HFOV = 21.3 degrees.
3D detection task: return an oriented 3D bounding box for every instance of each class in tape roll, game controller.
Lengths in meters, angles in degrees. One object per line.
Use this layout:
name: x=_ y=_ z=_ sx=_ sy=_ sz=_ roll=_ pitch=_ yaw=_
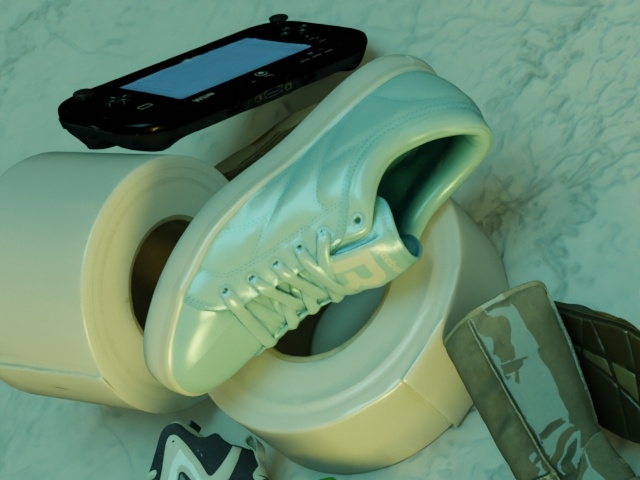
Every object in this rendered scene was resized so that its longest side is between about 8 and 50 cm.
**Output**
tape roll: x=0.026 y=0.065 z=1.547 sx=0.286 sy=0.100 sz=0.286 roll=-19 pitch=51 yaw=25
game controller: x=-0.102 y=-0.161 z=1.699 sx=0.319 sy=0.067 sz=0.166 roll=-28 pitch=20 yaw=-38
tape roll: x=-0.198 y=0.037 z=1.627 sx=0.169 sy=0.246 sz=0.246 roll=3 pitch=64 yaw=37

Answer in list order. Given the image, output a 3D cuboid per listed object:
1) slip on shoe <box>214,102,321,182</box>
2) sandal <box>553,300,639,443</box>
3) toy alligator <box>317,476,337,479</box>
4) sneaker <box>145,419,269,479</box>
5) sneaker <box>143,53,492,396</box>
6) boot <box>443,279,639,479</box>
slip on shoe: x=-0.045 y=-0.093 z=1.748 sx=0.135 sy=0.051 sz=0.041 roll=-32 pitch=86 yaw=4
sandal: x=0.231 y=0.099 z=1.402 sx=0.219 sy=0.060 sz=0.090 roll=23 pitch=114 yaw=54
toy alligator: x=0.049 y=0.260 z=1.429 sx=0.190 sy=0.056 sz=0.051 roll=32 pitch=123 yaw=50
sneaker: x=-0.144 y=0.243 z=1.557 sx=0.235 sy=0.094 sz=0.153 roll=-22 pitch=49 yaw=23
sneaker: x=0.000 y=0.000 z=1.445 sx=0.366 sy=0.135 sz=0.150 roll=-51 pitch=42 yaw=-2
boot: x=0.150 y=0.162 z=1.369 sx=0.190 sy=0.076 sz=0.208 roll=-35 pitch=67 yaw=10
